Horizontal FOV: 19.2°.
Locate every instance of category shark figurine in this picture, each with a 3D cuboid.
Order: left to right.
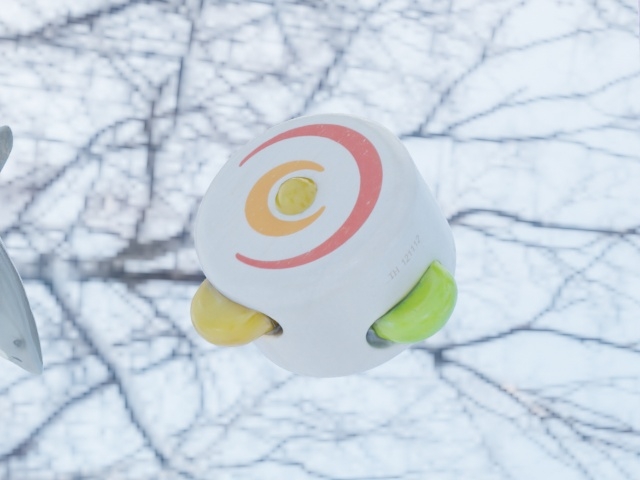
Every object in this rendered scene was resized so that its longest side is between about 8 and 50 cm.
[{"bbox_3d":[-0.239,-0.035,1.150,0.116,0.278,0.166,-36,-116,0],"label":"shark figurine"}]

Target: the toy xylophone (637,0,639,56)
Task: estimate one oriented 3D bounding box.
[{"bbox_3d":[0.254,-0.122,0.549,0.081,0.322,0.236,87,13,-68],"label":"toy xylophone"}]

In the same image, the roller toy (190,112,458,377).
[{"bbox_3d":[0.000,0.000,1.532,0.209,0.146,0.191,-13,-130,17],"label":"roller toy"}]
